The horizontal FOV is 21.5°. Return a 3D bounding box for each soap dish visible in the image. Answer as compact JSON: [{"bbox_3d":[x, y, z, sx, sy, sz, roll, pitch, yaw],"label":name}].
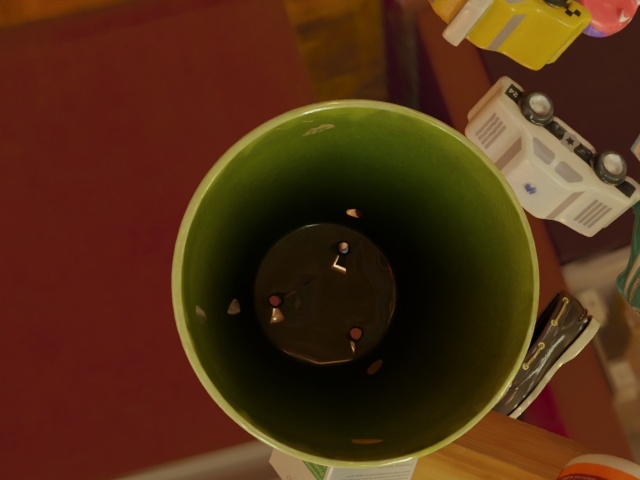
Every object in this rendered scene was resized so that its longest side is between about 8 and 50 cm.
[{"bbox_3d":[0.161,0.294,1.749,0.118,0.291,0.229,-22,129,-69],"label":"soap dish"}]

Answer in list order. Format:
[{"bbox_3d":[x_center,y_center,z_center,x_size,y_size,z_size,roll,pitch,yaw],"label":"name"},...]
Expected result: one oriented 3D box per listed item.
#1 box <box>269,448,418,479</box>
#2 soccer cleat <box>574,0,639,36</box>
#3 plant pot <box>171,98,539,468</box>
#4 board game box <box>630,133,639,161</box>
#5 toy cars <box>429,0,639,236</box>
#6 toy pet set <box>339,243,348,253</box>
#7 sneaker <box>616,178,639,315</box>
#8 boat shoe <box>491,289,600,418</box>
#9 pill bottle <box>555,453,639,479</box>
[{"bbox_3d":[0.023,0.204,1.613,0.102,0.101,0.087,0,120,-32],"label":"box"},{"bbox_3d":[0.267,-0.268,1.686,0.095,0.248,0.083,-32,117,35],"label":"soccer cleat"},{"bbox_3d":[0.013,0.038,1.391,0.275,0.274,0.293,-13,178,-6],"label":"plant pot"},{"bbox_3d":[0.429,-0.078,1.949,0.026,0.154,0.103,-28,161,-21],"label":"board game box"},{"bbox_3d":[0.185,-0.146,1.624,0.176,0.087,0.393,6,134,38],"label":"toy cars"},{"bbox_3d":[0.000,0.000,2.012,0.122,0.065,0.114,11,-179,19],"label":"toy pet set"},{"bbox_3d":[0.358,-0.047,1.699,0.107,0.110,0.275,2,110,-33],"label":"sneaker"},{"bbox_3d":[0.253,0.159,2.113,0.228,0.068,0.081,-45,-176,-18],"label":"boat shoe"},{"bbox_3d":[0.203,0.289,1.346,0.121,0.221,0.121,26,149,17],"label":"pill bottle"}]
